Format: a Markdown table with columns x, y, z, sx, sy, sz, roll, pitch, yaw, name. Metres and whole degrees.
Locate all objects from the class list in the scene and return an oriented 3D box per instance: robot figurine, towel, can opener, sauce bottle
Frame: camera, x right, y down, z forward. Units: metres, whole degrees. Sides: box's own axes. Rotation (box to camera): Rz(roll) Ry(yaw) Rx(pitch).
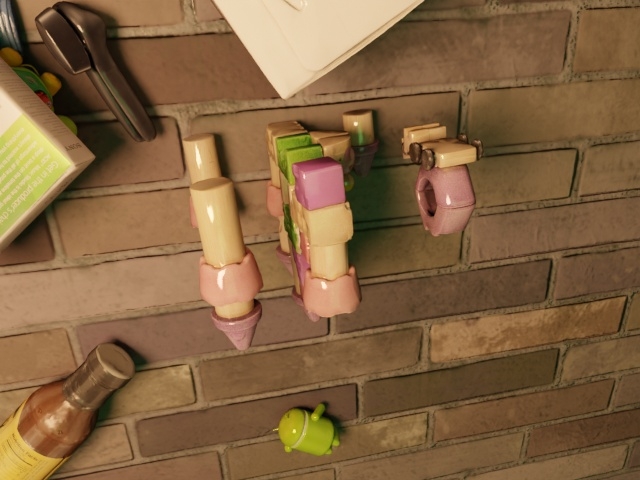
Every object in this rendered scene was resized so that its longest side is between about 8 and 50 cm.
| x | y | z | sx | sy | sz | roll | pitch | yaw | name |
| --- | --- | --- | --- | --- | --- | --- | --- | --- | --- |
| -0.023 | 0.335 | 0.975 | 0.115 | 0.067 | 0.101 | 26 | 116 | -22 | robot figurine |
| -0.406 | -0.238 | 0.629 | 0.119 | 0.029 | 0.067 | -8 | 116 | -9 | towel |
| -0.261 | -0.197 | 0.671 | 0.073 | 0.059 | 0.186 | -45 | 131 | -20 | can opener |
| -0.417 | 0.291 | 0.841 | 0.344 | 0.111 | 0.111 | -43 | 117 | 8 | sauce bottle |

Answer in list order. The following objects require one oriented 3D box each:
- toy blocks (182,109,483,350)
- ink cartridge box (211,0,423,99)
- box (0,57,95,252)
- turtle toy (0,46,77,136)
| x | y | z | sx | sy | sz | roll | pitch | yaw | name |
| --- | --- | --- | --- | --- | --- | --- | --- | --- | --- |
| 0.000 | 0.000 | 0.698 | 0.309 | 0.288 | 0.260 | -12 | 114 | -11 | toy blocks |
| -0.034 | -0.281 | 0.578 | 0.168 | 0.232 | 0.171 | -35 | 118 | 5 | ink cartridge box |
| -0.437 | -0.132 | 0.596 | 0.232 | 0.058 | 0.322 | -38 | 100 | 16 | box |
| -0.348 | -0.155 | 0.656 | 0.095 | 0.066 | 0.130 | -42 | 138 | 15 | turtle toy |
